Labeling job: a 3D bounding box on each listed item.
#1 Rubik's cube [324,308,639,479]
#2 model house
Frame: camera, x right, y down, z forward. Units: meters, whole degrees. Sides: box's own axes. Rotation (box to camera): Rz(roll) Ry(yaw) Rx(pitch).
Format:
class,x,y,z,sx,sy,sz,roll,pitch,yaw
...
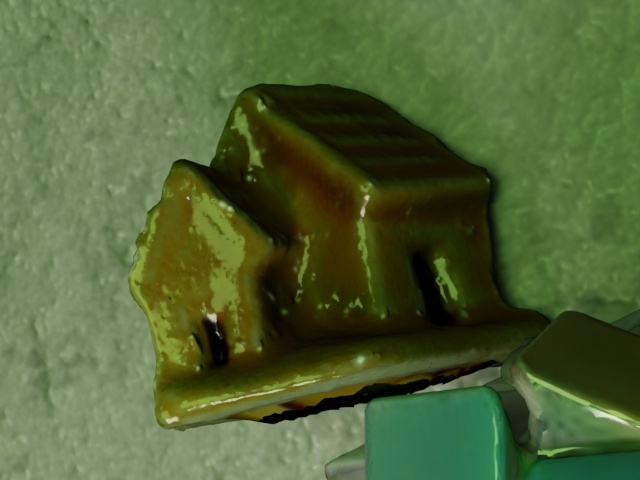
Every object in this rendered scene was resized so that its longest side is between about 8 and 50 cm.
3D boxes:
class,x,y,z,sx,sy,sz,roll,pitch,yaw
Rubik's cube,0.215,0.213,0.971,0.387,0.368,0.358,-9,106,32
model house,-0.004,-0.001,1.212,0.173,0.268,0.239,-24,75,47
